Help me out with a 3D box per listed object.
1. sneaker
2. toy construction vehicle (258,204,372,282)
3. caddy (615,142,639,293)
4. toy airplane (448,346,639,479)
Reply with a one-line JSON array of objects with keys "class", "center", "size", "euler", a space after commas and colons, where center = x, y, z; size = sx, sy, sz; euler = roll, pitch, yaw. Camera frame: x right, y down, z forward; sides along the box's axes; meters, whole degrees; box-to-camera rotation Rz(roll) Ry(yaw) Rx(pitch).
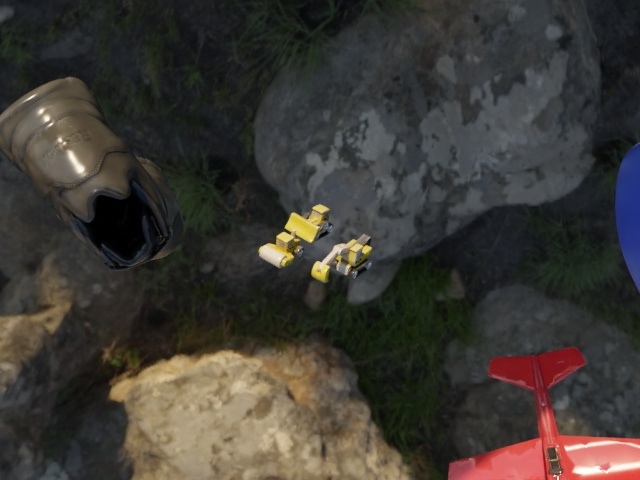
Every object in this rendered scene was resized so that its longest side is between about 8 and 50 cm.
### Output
[{"class": "sneaker", "center": [-0.181, -0.022, 0.685], "size": [0.109, 0.130, 0.286], "euler": [-37, 162, -3]}, {"class": "toy construction vehicle", "center": [0.000, 0.000, 0.678], "size": [0.085, 0.098, 0.035], "euler": [30, 123, 25]}, {"class": "caddy", "center": [0.373, 0.015, 0.528], "size": [0.341, 0.241, 0.179], "euler": [62, 163, -4]}, {"class": "toy airplane", "center": [0.161, 0.134, 0.535], "size": [0.151, 0.151, 0.028], "euler": [-4, 141, 18]}]
